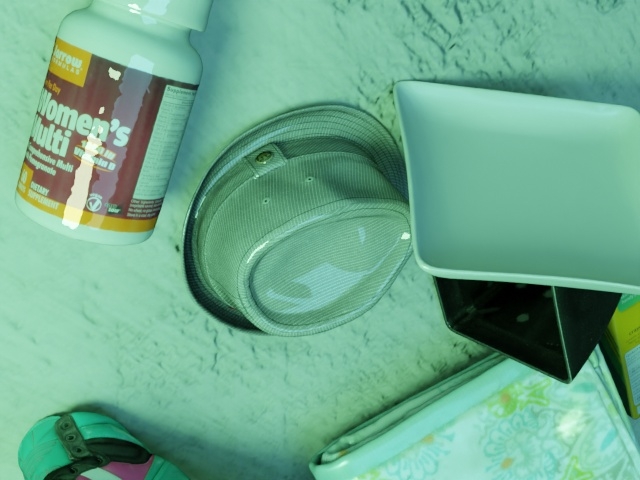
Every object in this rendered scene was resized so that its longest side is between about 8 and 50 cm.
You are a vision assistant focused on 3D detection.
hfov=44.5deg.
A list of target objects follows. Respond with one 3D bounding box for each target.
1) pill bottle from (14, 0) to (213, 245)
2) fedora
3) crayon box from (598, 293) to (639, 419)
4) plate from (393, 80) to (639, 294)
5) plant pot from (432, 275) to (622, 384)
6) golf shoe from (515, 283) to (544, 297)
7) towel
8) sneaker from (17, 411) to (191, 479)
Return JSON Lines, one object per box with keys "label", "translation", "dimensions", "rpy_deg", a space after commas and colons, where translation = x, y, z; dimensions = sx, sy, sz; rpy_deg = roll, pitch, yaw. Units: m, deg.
{"label": "pill bottle", "translation": [-0.169, -0.117, 0.655], "dimensions": [0.121, 0.121, 0.221], "rpy_deg": [12, 105, -30]}
{"label": "fedora", "translation": [0.000, 0.000, 0.786], "dimensions": [0.275, 0.124, 0.244], "rpy_deg": [-20, 119, -18]}
{"label": "crayon box", "translation": [0.451, 0.060, 1.058], "dimensions": [0.203, 0.083, 0.323], "rpy_deg": [-30, 121, -12]}
{"label": "plate", "translation": [0.211, -0.049, 0.760], "dimensions": [0.277, 0.278, 0.045], "rpy_deg": [5, 135, -6]}
{"label": "plant pot", "translation": [0.245, 0.014, 0.890], "dimensions": [0.167, 0.187, 0.188], "rpy_deg": [-35, 123, -25]}
{"label": "golf shoe", "translation": [0.301, 0.128, 1.026], "dimensions": [0.093, 0.077, 0.198], "rpy_deg": [-20, 112, -5]}
{"label": "towel", "translation": [0.215, 0.312, 0.928], "dimensions": [0.374, 0.090, 0.321], "rpy_deg": [-26, 94, -7]}
{"label": "sneaker", "translation": [-0.246, 0.247, 0.733], "dimensions": [0.295, 0.178, 0.124], "rpy_deg": [9, 110, -60]}
